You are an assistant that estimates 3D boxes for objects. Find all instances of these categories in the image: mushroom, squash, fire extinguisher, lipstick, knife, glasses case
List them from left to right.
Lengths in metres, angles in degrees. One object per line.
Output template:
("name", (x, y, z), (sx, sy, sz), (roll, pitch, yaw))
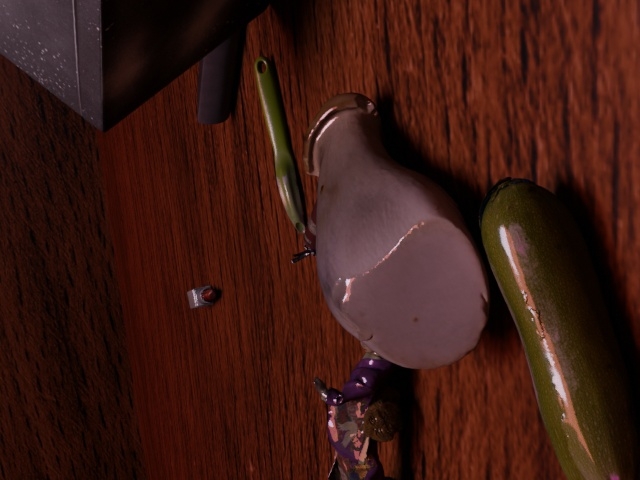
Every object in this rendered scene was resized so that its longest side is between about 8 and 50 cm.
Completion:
("lipstick", (-0.178, 0.085, 1.391), (0.129, 0.030, 0.030), (158, 102, -72))
("glasses case", (-0.118, -0.220, 1.038), (0.191, 0.042, 0.072), (107, 155, -54))
("knife", (-0.040, -0.096, 0.906), (0.026, 0.022, 0.184), (26, -129, -81))
("fire extinguisher", (0.005, -0.002, 0.823), (0.046, 0.032, 0.100), (38, 148, 11))
("mushroom", (0.042, -0.011, 0.618), (0.116, 0.093, 0.225), (-65, 24, 25))
("squash", (0.123, 0.053, 0.454), (0.052, 0.052, 0.184), (129, 129, -66))

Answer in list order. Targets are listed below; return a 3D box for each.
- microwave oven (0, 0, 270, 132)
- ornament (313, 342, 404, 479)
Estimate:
("microwave oven", (-0.202, -0.364, 0.687), (0.374, 0.236, 0.432), (37, 147, 10))
("ornament", (0.031, 0.135, 0.722), (0.088, 0.081, 0.203), (-138, 42, -61))
